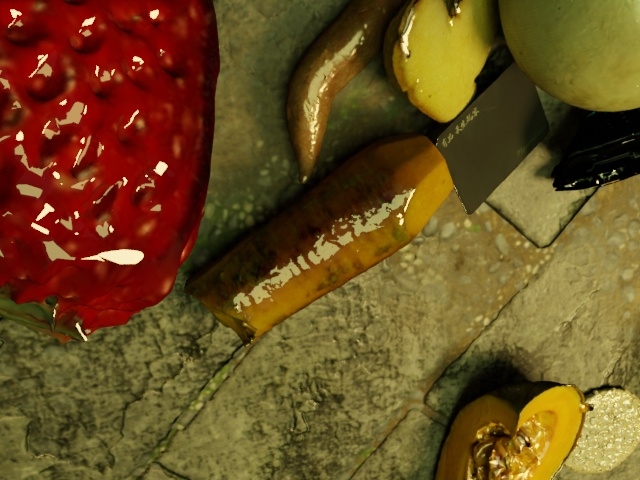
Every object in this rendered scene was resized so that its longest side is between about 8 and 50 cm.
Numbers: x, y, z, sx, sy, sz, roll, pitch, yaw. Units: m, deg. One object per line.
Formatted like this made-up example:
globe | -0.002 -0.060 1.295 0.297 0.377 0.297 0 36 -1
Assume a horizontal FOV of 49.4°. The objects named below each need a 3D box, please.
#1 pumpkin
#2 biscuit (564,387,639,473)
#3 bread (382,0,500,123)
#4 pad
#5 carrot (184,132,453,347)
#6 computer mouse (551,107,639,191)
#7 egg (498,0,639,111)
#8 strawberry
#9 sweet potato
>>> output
pumpkin | 0.259 0.291 0.947 0.163 0.111 0.278 0 111 -32
biscuit | 0.410 0.280 1.018 0.152 0.020 0.152 -5 112 -12
bread | 0.116 -0.204 0.691 0.188 0.065 0.149 17 102 -56
pad | 0.194 -0.115 0.768 0.157 0.003 0.112 -45 125 -16
carrot | 0.000 0.000 0.740 0.302 0.114 0.114 -35 116 2
computer mouse | 0.368 -0.125 0.777 0.242 0.077 0.146 -37 144 16
egg | 0.278 -0.270 0.646 0.219 0.218 0.295 -2 101 -15
strawberry | -0.226 -0.116 0.569 0.318 0.295 0.345 23 71 -6
sweet potato | 0.026 -0.193 0.694 0.067 0.059 0.281 23 106 -41
